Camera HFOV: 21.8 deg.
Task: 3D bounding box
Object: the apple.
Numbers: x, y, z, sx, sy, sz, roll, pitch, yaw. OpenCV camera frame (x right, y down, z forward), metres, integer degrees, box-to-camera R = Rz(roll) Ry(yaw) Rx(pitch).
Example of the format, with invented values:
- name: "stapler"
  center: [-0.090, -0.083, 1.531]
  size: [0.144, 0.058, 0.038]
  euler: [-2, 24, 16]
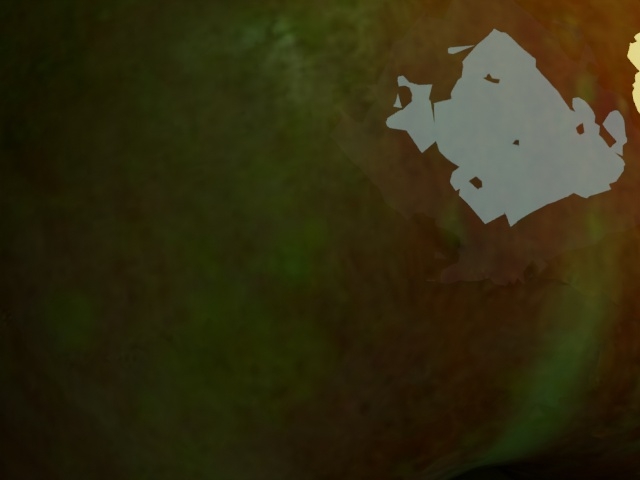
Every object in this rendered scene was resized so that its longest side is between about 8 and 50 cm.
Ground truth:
- name: "apple"
  center: [0.000, 0.000, 0.582]
  size: [0.339, 0.339, 0.339]
  euler: [20, 55, -31]
